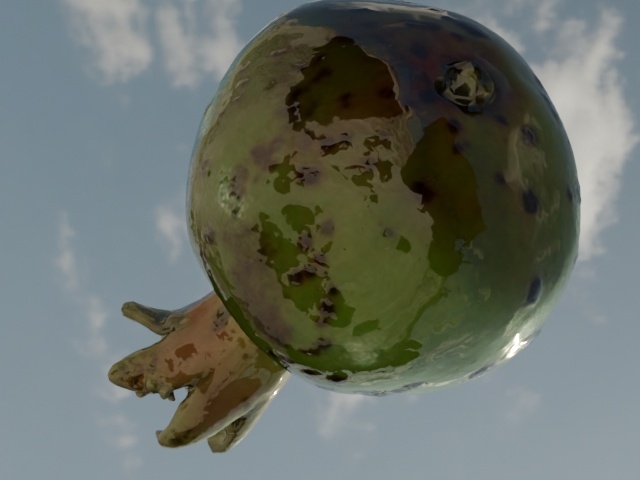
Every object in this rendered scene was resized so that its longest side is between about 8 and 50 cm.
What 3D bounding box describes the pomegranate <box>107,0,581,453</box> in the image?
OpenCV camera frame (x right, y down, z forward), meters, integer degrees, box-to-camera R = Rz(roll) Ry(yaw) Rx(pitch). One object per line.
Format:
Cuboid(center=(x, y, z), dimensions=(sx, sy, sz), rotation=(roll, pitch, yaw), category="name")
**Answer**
Cuboid(center=(0.002, -0.016, 0.786), dimensions=(0.286, 0.231, 0.230), rotation=(-20, -98, 35), category="pomegranate")
